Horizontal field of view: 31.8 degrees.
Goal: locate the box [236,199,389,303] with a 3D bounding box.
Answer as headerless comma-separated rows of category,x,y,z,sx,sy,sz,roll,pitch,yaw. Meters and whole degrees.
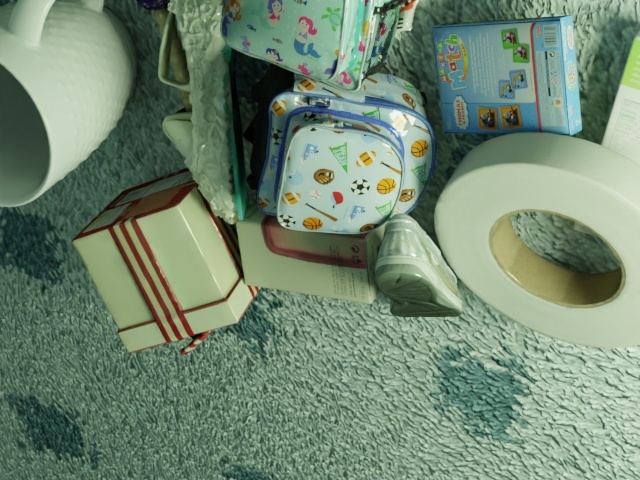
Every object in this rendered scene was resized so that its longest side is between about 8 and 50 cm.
box,0.000,0.000,1.844,0.232,0.148,0.127,8,123,23

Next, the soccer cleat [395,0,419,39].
soccer cleat,0.126,-0.327,1.644,0.035,0.029,0.083,38,134,-9

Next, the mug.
mug,-0.433,-0.284,1.770,0.276,0.328,0.374,31,129,6

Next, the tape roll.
tape roll,0.356,0.007,1.639,0.392,0.072,0.392,22,146,16

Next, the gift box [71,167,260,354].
gift box,-0.252,0.036,1.939,0.276,0.255,0.258,-16,110,28

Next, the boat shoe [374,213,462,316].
boat shoe,0.155,0.054,1.759,0.118,0.103,0.320,-2,162,18

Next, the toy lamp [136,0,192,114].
toy lamp,-0.228,-0.278,1.832,0.080,0.080,0.275,-2,117,29

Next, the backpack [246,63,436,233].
backpack,0.039,-0.138,1.678,0.263,0.213,0.276,0,135,-14

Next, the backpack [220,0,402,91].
backpack,-0.007,-0.340,1.463,0.225,0.191,0.254,24,117,15

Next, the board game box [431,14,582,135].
board game box,0.259,-0.230,1.579,0.211,0.039,0.160,6,111,41

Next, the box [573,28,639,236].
box,0.508,-0.117,1.562,0.232,0.058,0.322,21,129,15

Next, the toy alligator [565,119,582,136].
toy alligator,0.326,-0.208,1.605,0.051,0.056,0.190,-149,38,-69

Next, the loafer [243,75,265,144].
loafer,-0.072,-0.231,1.778,0.078,0.076,0.223,23,132,3

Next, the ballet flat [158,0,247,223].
ballet flat,-0.185,-0.230,1.767,0.147,0.147,0.409,7,108,24
